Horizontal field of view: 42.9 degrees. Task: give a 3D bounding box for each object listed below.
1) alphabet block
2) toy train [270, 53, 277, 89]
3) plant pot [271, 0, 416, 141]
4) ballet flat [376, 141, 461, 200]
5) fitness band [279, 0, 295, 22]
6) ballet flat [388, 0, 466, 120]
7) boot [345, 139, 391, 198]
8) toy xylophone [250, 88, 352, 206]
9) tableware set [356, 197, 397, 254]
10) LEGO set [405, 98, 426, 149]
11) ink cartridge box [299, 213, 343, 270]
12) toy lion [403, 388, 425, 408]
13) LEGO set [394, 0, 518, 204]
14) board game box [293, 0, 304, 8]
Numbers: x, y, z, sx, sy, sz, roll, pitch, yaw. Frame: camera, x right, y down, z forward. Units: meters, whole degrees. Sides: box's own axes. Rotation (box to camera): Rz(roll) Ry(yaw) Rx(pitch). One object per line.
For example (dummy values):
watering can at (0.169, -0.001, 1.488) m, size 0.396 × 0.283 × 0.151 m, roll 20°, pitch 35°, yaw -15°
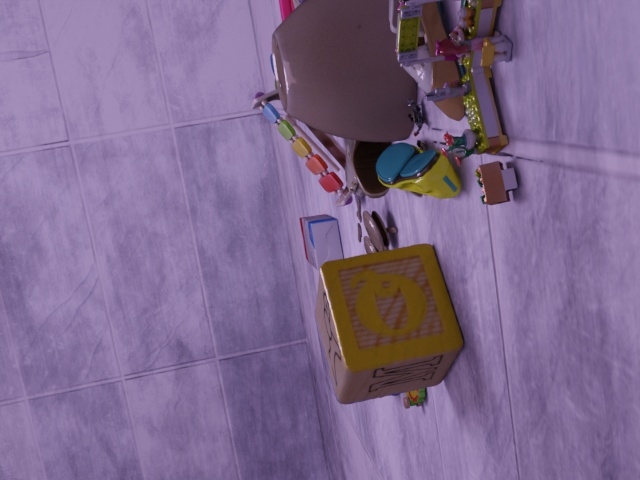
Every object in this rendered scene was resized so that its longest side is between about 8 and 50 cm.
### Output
alphabet block at (0.104, 0.142, 1.345) m, size 0.197 × 0.193 × 0.192 m, roll 96°, pitch 160°, yaw -64°
toy train at (-0.041, -0.359, 1.861) m, size 0.248 × 0.143 × 0.105 m, roll 99°, pitch 159°, yaw -67°
plant pot at (0.025, -0.288, 1.339) m, size 0.284 × 0.190 × 0.284 m, roll 168°, pitch 90°, yaw -82°
ballet flat at (0.144, -0.095, 1.196) m, size 0.077 × 0.077 × 0.231 m, roll 39°, pitch 179°, yaw -15°
fitness band at (-0.058, -0.566, 2.036) m, size 0.209 × 0.054 × 0.291 m, roll -156°, pitch 54°, yaw -80°
ballet flat at (0.130, -0.260, 1.055) m, size 0.080 × 0.073 × 0.232 m, roll 117°, pitch 141°, yaw -78°
boot at (0.087, -0.130, 1.519) m, size 0.165 × 0.077 × 0.213 m, roll 91°, pitch 171°, yaw -54°
toy xylophone at (-0.026, -0.212, 1.835) m, size 0.323 × 0.081 × 0.236 m, roll 48°, pitch 174°, yaw 2°
tableware set at (0.117, 0.000, 1.626) m, size 0.194 × 0.039 × 0.128 m, roll 83°, pitch 162°, yaw -64°
LEGO set at (0.150, -0.179, 1.234) m, size 0.054 × 0.023 × 0.083 m, roll -106°, pitch -4°, yaw -47°
ink cartridge box at (0.000, 0.000, 2.287) m, size 0.231 × 0.078 × 0.134 m, roll -144°, pitch 44°, yaw -78°
toy lion at (0.179, 0.276, 1.592) m, size 0.096 × 0.034 × 0.100 m, roll 99°, pitch 160°, yaw -48°
LEGO set at (0.149, -0.175, 0.910) m, size 0.132 × 0.107 × 0.287 m, roll -115°, pitch 17°, yaw -61°
board game box at (-0.016, -0.489, 1.595) m, size 0.208 × 0.056 × 0.347 m, roll 22°, pitch -128°, yaw -66°
